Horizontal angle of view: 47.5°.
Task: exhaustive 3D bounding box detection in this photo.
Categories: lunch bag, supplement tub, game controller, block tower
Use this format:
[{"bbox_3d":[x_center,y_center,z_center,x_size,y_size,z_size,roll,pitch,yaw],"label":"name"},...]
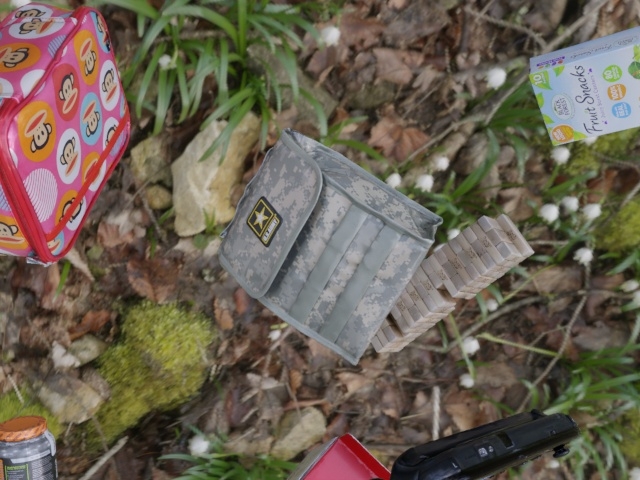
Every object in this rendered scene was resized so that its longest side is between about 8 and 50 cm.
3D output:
[{"bbox_3d":[0.000,0.000,1.086,0.287,0.235,0.169,32,21,5],"label":"lunch bag"},{"bbox_3d":[-0.577,0.449,1.423,0.117,0.117,0.191,-5,98,-26],"label":"supplement tub"},{"bbox_3d":[-0.338,-0.121,0.894,0.120,0.258,0.293,6,46,7],"label":"lunch bag"},{"bbox_3d":[0.157,0.251,0.788,0.319,0.166,0.067,2,48,-47],"label":"game controller"},{"bbox_3d":[0.226,0.083,1.357,0.097,0.335,0.091,11,44,-57],"label":"block tower"}]

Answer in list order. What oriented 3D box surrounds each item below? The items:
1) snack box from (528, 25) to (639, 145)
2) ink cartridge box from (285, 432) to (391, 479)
[{"bbox_3d":[0.302,-0.162,0.761,0.100,0.141,0.037,58,36,-34],"label":"snack box"},{"bbox_3d":[0.086,0.511,1.302,0.309,0.272,0.130,43,63,7],"label":"ink cartridge box"}]
